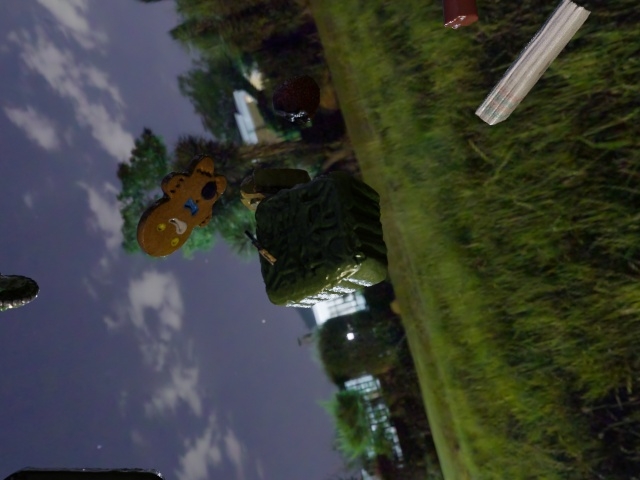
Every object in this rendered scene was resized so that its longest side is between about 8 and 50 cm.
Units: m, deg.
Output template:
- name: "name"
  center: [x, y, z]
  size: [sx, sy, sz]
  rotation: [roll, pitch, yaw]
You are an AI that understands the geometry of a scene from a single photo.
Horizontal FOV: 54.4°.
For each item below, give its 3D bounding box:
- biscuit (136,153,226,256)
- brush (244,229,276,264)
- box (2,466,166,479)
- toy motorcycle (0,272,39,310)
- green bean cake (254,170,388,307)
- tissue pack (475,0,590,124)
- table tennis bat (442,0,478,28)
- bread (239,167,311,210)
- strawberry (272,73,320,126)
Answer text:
- name: "biscuit"
  center: [-0.287, -0.066, 1.298]
  size: [0.039, 0.236, 0.180]
  rotation: [32, 167, 29]
- name: "brush"
  center: [-0.117, 0.006, 1.152]
  size: [0.051, 0.014, 0.164]
  rotation: [48, 176, -25]
- name: "box"
  center: [-0.310, 0.468, 0.775]
  size: [0.058, 0.211, 0.350]
  rotation: [126, 146, -74]
- name: "toy motorcycle"
  center: [-0.367, 0.062, 0.579]
  size: [0.190, 0.106, 0.074]
  rotation: [-30, -44, -53]
- name: "green bean cake"
  center: [0.000, 0.000, 1.174]
  size: [0.125, 0.248, 0.222]
  rotation: [17, -121, -54]
- name: "tissue pack"
  center: [0.171, -0.143, 0.501]
  size: [0.023, 0.108, 0.056]
  rotation: [41, -149, 10]
- name: "table tennis bat"
  center: [0.197, -0.549, 0.984]
  size: [0.051, 0.268, 0.415]
  rotation: [-16, -82, -79]
- name: "bread"
  center: [-0.093, -0.103, 1.303]
  size: [0.117, 0.156, 0.064]
  rotation: [123, 138, -58]
- name: "strawberry"
  center: [-0.049, -0.298, 1.299]
  size: [0.106, 0.106, 0.106]
  rotation: [-16, -90, -83]
